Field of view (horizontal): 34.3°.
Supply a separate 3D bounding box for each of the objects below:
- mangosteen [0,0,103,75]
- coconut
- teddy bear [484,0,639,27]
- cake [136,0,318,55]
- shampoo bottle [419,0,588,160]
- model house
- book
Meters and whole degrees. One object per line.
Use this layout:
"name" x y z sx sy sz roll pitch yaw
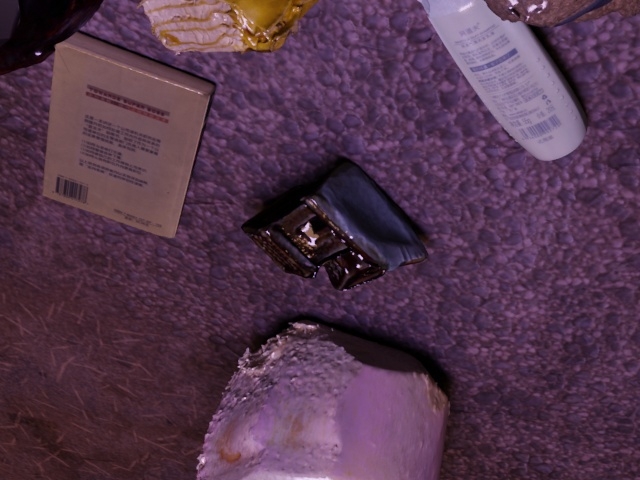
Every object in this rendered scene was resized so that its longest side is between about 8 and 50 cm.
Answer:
"mangosteen" -0.293 -0.259 0.791 0.287 0.233 0.288 5 135 5
"coconut" -0.005 0.275 1.213 0.297 0.310 0.297 10 138 9
"teddy bear" 0.161 -0.208 0.718 0.182 0.129 0.251 31 -177 26
"cake" -0.073 -0.219 0.909 0.185 0.116 0.080 14 146 56
"shampoo bottle" 0.158 -0.155 0.888 0.072 0.049 0.212 -15 130 35
"model house" 0.005 0.005 1.069 0.152 0.106 0.165 -27 118 36
"book" -0.209 -0.104 1.086 0.161 0.026 0.231 20 139 -4
